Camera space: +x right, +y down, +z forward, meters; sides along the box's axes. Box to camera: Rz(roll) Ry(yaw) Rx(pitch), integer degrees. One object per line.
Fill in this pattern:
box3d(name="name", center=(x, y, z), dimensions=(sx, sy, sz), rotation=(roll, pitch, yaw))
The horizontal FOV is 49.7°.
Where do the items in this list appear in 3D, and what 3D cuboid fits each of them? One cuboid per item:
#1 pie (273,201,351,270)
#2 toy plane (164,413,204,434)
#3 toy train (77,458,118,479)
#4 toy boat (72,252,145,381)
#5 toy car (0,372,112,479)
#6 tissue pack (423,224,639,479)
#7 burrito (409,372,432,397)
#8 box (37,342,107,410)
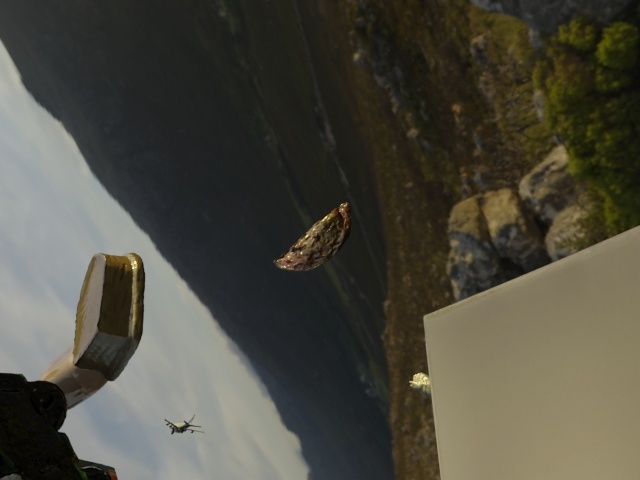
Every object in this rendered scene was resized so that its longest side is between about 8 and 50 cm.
box3d(name="pie", center=(0.000, 0.002, 1.342), dimensions=(0.088, 0.191, 0.033), rotation=(46, 174, 36))
box3d(name="toy plane", center=(-0.240, 0.321, 1.191), dimensions=(0.078, 0.084, 0.024), rotation=(29, -131, -30))
box3d(name="toy train", center=(-0.570, 0.419, 1.248), dimensions=(0.409, 0.086, 0.089), rotation=(27, -178, -31))
box3d(name="toy boat", center=(-0.291, 0.087, 0.955), dimensions=(0.061, 0.116, 0.188), rotation=(18, -140, -29))
box3d(name="toy car", center=(-0.470, 0.313, 1.005), dimensions=(0.359, 0.176, 0.213), rotation=(51, -176, 20))
box3d(name="tissue pack", center=(0.180, 0.078, 0.354), dimensions=(0.246, 0.159, 0.136), rotation=(138, 130, -62))
box3d(name="burrito", center=(0.245, 0.292, 1.287), dimensions=(0.185, 0.045, 0.041), rotation=(20, 112, 39))
box3d(name="box", center=(-0.453, 0.244, 1.296), dimensions=(0.088, 0.146, 0.200), rotation=(56, 178, -13))
